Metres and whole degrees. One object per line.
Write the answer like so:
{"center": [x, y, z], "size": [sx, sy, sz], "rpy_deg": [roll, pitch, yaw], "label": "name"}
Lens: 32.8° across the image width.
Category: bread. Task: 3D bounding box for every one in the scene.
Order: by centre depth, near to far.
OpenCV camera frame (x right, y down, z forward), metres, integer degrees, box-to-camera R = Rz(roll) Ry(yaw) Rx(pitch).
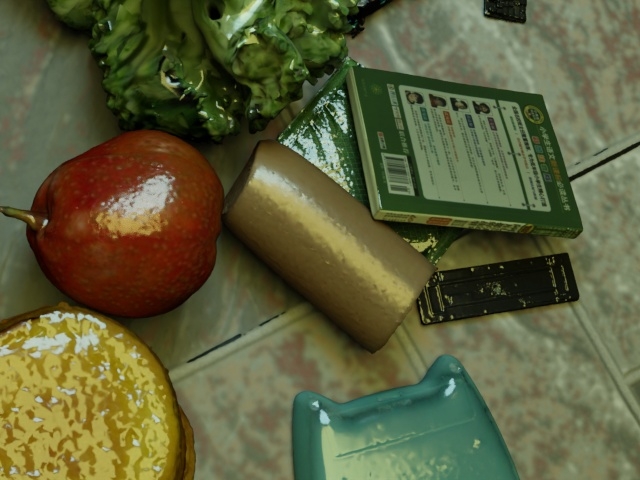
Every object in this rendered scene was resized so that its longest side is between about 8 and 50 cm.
{"center": [-0.271, 0.209, 1.045], "size": [0.312, 0.172, 0.312], "rpy_deg": [4, 72, -14], "label": "bread"}

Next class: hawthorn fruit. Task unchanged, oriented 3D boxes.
{"center": [-0.213, -0.017, 1.099], "size": [0.226, 0.196, 0.196], "rpy_deg": [4, 74, -31], "label": "hawthorn fruit"}

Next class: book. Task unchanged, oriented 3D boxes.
{"center": [0.166, -0.101, 1.258], "size": [0.264, 0.027, 0.202], "rpy_deg": [5, 56, -23], "label": "book"}

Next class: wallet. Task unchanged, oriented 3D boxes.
{"center": [0.077, -0.089, 1.277], "size": [0.236, 0.055, 0.160], "rpy_deg": [38, 65, 2], "label": "wallet"}

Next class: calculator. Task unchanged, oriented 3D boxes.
{"center": [0.115, 0.329, 1.176], "size": [0.256, 0.054, 0.386], "rpy_deg": [-12, 82, -17], "label": "calculator"}

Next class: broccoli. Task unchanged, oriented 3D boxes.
{"center": [-0.140, -0.271, 1.166], "size": [0.277, 0.317, 0.338], "rpy_deg": [-28, 115, -17], "label": "broccoli"}

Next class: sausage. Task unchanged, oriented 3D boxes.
{"center": [0.000, 0.000, 1.199], "size": [0.253, 0.123, 0.123], "rpy_deg": [39, 70, 0], "label": "sausage"}

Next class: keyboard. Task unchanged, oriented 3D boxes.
{"center": [0.209, 0.056, 1.292], "size": [0.205, 0.013, 0.061], "rpy_deg": [-8, 77, -16], "label": "keyboard"}
{"center": [0.242, -0.377, 1.417], "size": [0.060, 0.018, 0.195], "rpy_deg": [7, 74, -15], "label": "keyboard"}

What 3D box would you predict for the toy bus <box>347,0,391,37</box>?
{"center": [0.064, -0.328, 1.332], "size": [0.235, 0.073, 0.096], "rpy_deg": [-37, 80, -19], "label": "toy bus"}
